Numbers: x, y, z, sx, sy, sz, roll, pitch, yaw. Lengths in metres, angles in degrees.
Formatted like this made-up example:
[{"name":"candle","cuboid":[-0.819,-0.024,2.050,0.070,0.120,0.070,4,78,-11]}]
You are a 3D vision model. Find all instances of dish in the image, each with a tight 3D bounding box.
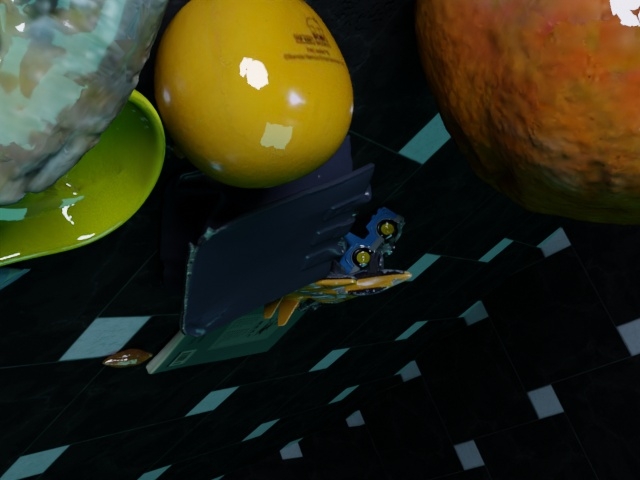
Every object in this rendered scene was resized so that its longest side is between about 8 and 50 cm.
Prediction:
[{"name":"dish","cuboid":[-0.288,-0.081,0.577,0.262,0.108,0.221,-23,154,-31]}]

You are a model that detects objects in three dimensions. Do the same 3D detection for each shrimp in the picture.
[{"name":"shrimp","cuboid":[-0.171,-0.216,0.380,0.221,0.110,0.446,20,104,-53]}]

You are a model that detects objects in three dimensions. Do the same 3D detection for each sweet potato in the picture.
[{"name":"sweet potato","cuboid":[-0.365,0.222,1.158,0.095,0.034,0.034,-1,141,-37]}]

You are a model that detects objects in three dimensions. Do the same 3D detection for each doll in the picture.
[{"name":"doll","cuboid":[-0.086,-0.138,0.647,0.236,0.213,0.213,-33,163,37]}]

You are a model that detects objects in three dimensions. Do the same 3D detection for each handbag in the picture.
[{"name":"handbag","cuboid":[-0.086,-0.011,0.971,0.329,0.122,0.303,-21,152,-29]}]

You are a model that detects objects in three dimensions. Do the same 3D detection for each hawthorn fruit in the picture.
[{"name":"hawthorn fruit","cuboid":[0.331,-0.221,0.721,0.471,0.472,0.472,-29,156,-14]}]

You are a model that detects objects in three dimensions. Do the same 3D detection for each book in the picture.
[{"name":"book","cuboid":[-0.168,0.188,1.359,0.264,0.031,0.379,-46,155,24]}]

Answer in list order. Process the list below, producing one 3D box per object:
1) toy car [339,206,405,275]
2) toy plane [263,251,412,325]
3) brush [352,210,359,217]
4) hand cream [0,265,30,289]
[{"name":"toy car","cuboid":[0.095,0.009,1.302,0.191,0.100,0.097,-49,161,-19]},{"name":"toy plane","cuboid":[0.026,0.077,1.188,0.316,0.103,0.204,-19,147,25]},{"name":"brush","cuboid":[0.000,0.000,1.242,0.193,0.016,0.063,-40,158,12]},{"name":"hand cream","cuboid":[-0.443,0.036,0.679,0.088,0.055,0.256,-34,164,9]}]
